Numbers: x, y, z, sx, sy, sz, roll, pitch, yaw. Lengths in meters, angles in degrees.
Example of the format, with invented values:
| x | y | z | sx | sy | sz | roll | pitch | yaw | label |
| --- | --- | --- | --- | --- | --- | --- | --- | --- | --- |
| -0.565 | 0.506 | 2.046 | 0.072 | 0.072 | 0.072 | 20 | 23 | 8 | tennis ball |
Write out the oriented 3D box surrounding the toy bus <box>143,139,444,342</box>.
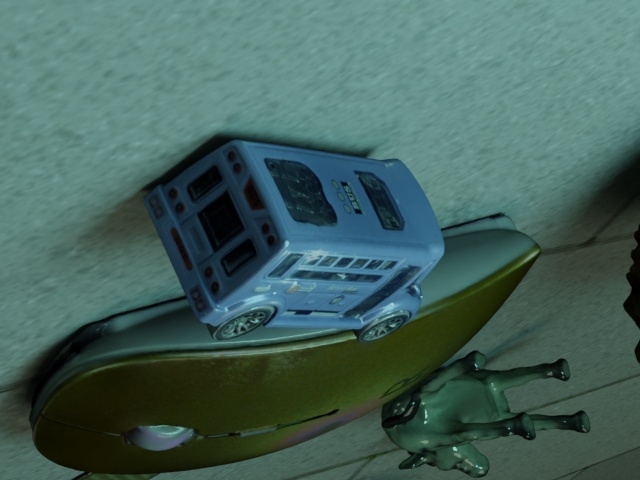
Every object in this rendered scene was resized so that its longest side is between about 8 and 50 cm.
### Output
| x | y | z | sx | sy | sz | roll | pitch | yaw | label |
| --- | --- | --- | --- | --- | --- | --- | --- | --- | --- |
| 0.000 | 0.000 | 0.821 | 0.076 | 0.073 | 0.167 | -38 | 158 | 28 | toy bus |

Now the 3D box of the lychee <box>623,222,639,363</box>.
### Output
| x | y | z | sx | sy | sz | roll | pitch | yaw | label |
| --- | --- | --- | --- | --- | --- | --- | --- | --- | --- |
| 0.300 | 0.027 | 1.041 | 0.267 | 0.267 | 0.267 | -23 | 162 | -8 | lychee |

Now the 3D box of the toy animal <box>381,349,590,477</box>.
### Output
| x | y | z | sx | sy | sz | roll | pitch | yaw | label |
| --- | --- | --- | --- | --- | --- | --- | --- | --- | --- |
| 0.099 | 0.133 | 1.344 | 0.176 | 0.073 | 0.217 | -18 | 163 | 29 | toy animal |

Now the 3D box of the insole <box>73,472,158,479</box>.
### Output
| x | y | z | sx | sy | sz | roll | pitch | yaw | label |
| --- | --- | --- | --- | --- | --- | --- | --- | --- | --- |
| -0.085 | 0.137 | 1.205 | 0.253 | 0.005 | 0.086 | -24 | 163 | -4 | insole |

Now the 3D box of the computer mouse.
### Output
| x | y | z | sx | sy | sz | roll | pitch | yaw | label |
| --- | --- | --- | --- | --- | --- | --- | --- | --- | --- |
| -0.010 | 0.066 | 1.004 | 0.310 | 0.072 | 0.158 | -14 | 157 | -31 | computer mouse |
